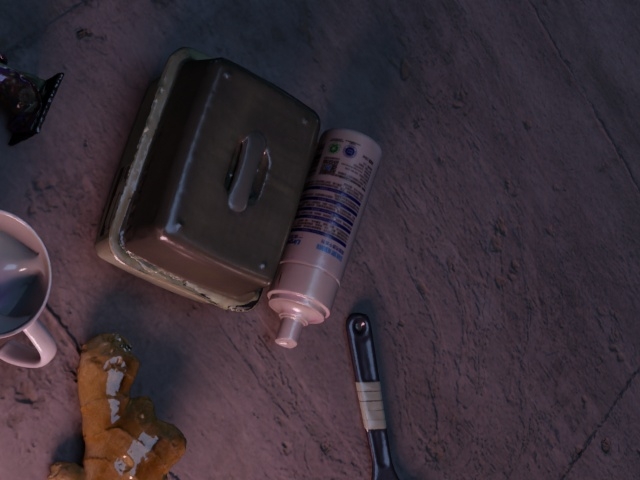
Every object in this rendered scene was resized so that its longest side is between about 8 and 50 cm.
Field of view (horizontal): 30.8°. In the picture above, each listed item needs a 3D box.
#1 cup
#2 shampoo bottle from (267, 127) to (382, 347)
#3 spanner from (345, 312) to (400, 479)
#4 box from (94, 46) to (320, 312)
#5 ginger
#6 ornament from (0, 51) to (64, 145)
[{"bbox_3d":[-0.359,0.050,1.238,0.174,0.142,0.134,24,68,-31],"label":"cup"},{"bbox_3d":[0.000,0.000,1.547,0.092,0.092,0.303,30,65,-29],"label":"shampoo bottle"},{"bbox_3d":[0.072,0.256,1.600,0.087,0.024,0.315,-10,88,-32],"label":"spanner"},{"bbox_3d":[-0.132,-0.072,1.413,0.221,0.166,0.290,27,68,-31],"label":"box"},{"bbox_3d":[-0.240,0.276,1.324,0.148,0.081,0.333,23,68,-27],"label":"ginger"},{"bbox_3d":[-0.391,-0.201,1.295,0.203,0.088,0.081,37,61,-24],"label":"ornament"}]
